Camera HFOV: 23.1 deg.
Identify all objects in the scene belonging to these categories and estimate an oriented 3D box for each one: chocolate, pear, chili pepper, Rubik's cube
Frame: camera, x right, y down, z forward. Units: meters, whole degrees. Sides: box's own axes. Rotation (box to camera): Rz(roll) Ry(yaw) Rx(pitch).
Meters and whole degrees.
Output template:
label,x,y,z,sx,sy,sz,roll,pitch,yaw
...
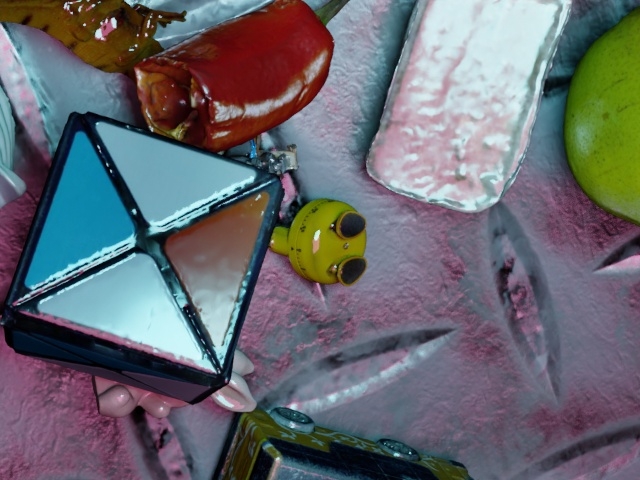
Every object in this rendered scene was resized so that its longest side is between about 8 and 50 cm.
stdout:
label,x,y,z,sx,sy,sz,roll,pitch,yaw
chocolate,0.175,-0.189,1.890,0.185,0.100,0.303,17,97,-7
pear,0.432,-0.148,1.878,0.294,0.294,0.294,-3,105,-13
chili pepper,-0.053,-0.210,1.804,0.338,0.135,0.131,-35,121,-38
Rubik's cube,-0.198,0.028,1.727,0.246,0.248,0.250,17,75,-6

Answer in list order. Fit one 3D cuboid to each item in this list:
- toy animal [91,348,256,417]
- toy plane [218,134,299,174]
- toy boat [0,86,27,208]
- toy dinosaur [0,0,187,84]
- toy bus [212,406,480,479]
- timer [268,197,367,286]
label,x,y,z,sx,sy,sz,roll,pitch,yaw
toy animal,-0.174,0.150,1.892,0.213,0.124,0.124,-6,106,-19
toy plane,-0.090,-0.066,1.879,0.135,0.062,0.188,2,109,14
toy boat,-0.430,-0.162,1.725,0.290,0.199,0.100,53,55,-20
toy dinosaur,-0.274,-0.284,1.737,0.432,0.097,0.208,18,88,-37
toy bus,0.040,0.332,1.946,0.323,0.194,0.161,17,99,-17
timer,0.000,0.000,1.914,0.107,0.109,0.107,-13,109,-41
